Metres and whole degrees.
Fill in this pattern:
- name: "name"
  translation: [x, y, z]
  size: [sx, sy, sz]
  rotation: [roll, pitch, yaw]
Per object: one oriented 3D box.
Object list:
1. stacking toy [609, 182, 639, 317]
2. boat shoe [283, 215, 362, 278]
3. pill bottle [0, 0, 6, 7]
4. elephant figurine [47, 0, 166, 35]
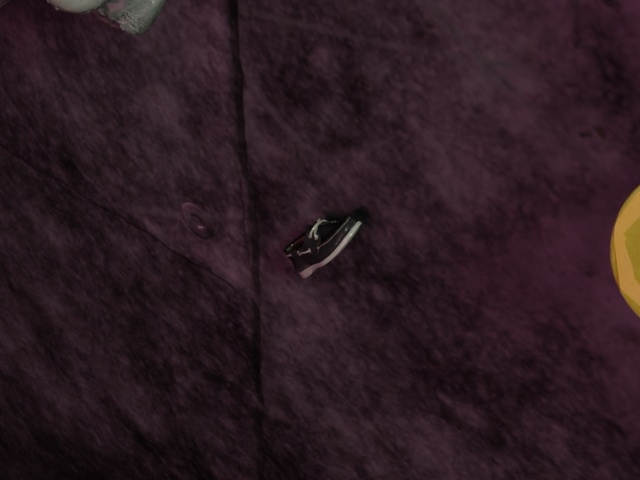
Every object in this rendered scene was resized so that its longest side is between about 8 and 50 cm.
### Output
- name: "stacking toy"
  translation: [0.364, 0.010, 0.692]
  size: [0.309, 0.130, 0.279]
  rotation: [47, 121, -2]
- name: "boat shoe"
  translation: [0.000, 0.000, 1.116]
  size: [0.038, 0.046, 0.125]
  rotation: [46, 155, -3]
- name: "pill bottle"
  translation: [-0.467, -0.367, 1.123]
  size: [0.224, 0.224, 0.392]
  rotation: [-11, 114, 53]
- name: "elephant figurine"
  translation: [-0.190, -0.285, 0.963]
  size: [0.239, 0.186, 0.169]
  rotation: [49, 121, 51]
